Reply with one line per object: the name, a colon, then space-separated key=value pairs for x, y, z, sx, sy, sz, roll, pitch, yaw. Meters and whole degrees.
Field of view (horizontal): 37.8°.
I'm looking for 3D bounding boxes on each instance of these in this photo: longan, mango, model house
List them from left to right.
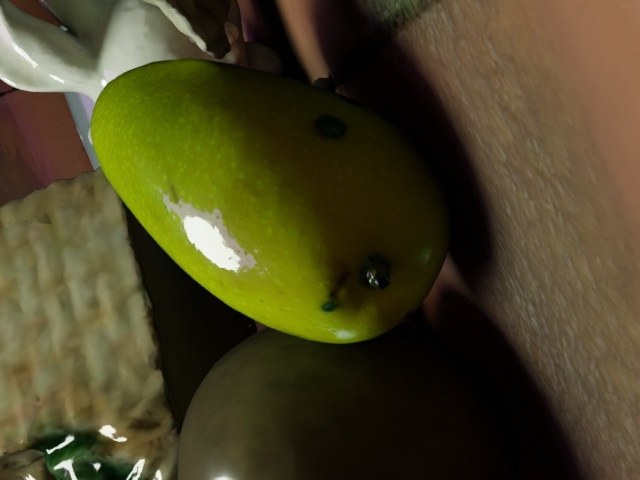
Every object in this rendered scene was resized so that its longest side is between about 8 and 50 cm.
model house: x=-0.268 y=0.186 z=0.918 sx=0.445 sy=0.400 sz=0.395 roll=62 pitch=-169 yaw=-70
mango: x=-0.045 y=-0.040 z=0.592 sx=0.293 sy=0.143 sz=0.175 roll=31 pitch=-176 yaw=41
longan: x=0.017 y=0.156 z=0.626 sx=0.246 sy=0.246 sz=0.215 roll=-126 pitch=41 yaw=-60

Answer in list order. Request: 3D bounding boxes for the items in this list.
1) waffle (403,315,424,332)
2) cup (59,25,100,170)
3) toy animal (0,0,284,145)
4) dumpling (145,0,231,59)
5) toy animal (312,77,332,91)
waffle: x=0.080 y=0.115 z=0.824 sx=0.191 sy=0.038 sz=0.191 roll=157 pitch=90 yaw=-83
cup: x=-0.311 y=-0.296 z=1.715 sx=0.274 sy=0.259 sz=0.356 roll=68 pitch=-156 yaw=-9
toy animal: x=-0.144 y=-0.150 z=0.887 sx=0.310 sy=0.247 sz=0.183 roll=46 pitch=-121 yaw=-73
dumpling: x=-0.093 y=-0.220 z=0.576 sx=0.193 sy=0.147 sz=0.258 roll=61 pitch=-163 yaw=-59
toy animal: x=0.006 y=0.000 z=0.755 sx=0.176 sy=0.073 sz=0.217 roll=64 pitch=-160 yaw=-64
